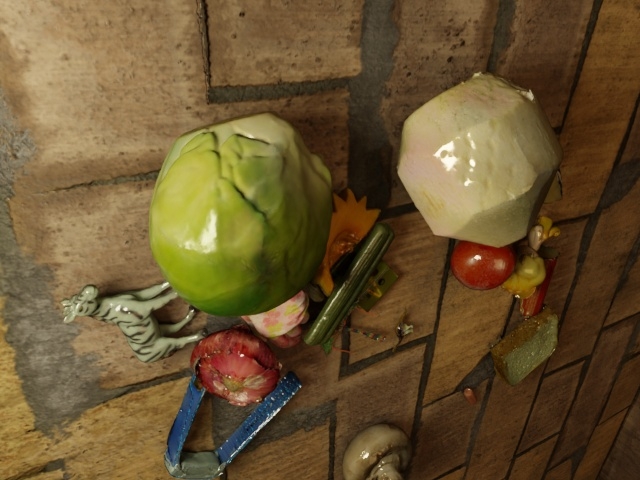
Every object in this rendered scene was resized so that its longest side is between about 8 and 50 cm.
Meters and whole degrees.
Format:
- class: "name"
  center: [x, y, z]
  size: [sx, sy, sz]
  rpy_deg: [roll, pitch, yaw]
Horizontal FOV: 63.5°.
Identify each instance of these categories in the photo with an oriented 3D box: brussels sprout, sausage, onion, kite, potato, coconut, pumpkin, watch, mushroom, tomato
- class: "brussels sprout"
  center: [-0.135, -0.038, 0.860]
  size: [0.344, 0.268, 0.344]
  rpy_deg: [-15, 111, -47]
- class: "sausage"
  center: [0.515, 0.535, 1.774]
  size: [0.034, 0.034, 0.083]
  rpy_deg: [-42, 130, -7]
- class: "sausage"
  center: [0.683, 0.147, 1.635]
  size: [0.083, 0.083, 0.264]
  rpy_deg: [-14, 124, -27]
- class: "onion"
  center: [-0.164, 0.238, 1.039]
  size: [0.183, 0.147, 0.184]
  rpy_deg: [8, 137, 7]
- class: "kite"
  center: [0.072, 0.218, 1.281]
  size: [0.244, 0.006, 0.198]
  rpy_deg: [16, 117, -31]
- class: "potato"
  center: [0.600, -0.148, 1.417]
  size: [0.103, 0.066, 0.096]
  rpy_deg: [-14, 100, -17]
- class: "coconut"
  center: [0.335, -0.152, 1.076]
  size: [0.352, 0.352, 0.353]
  rpy_deg: [-17, 124, -26]
- class: "pumpkin"
  center: [0.000, 0.000, 1.076]
  size: [0.130, 0.149, 0.254]
  rpy_deg: [44, 55, -17]
- class: "watch"
  center: [-0.209, 0.423, 1.200]
  size: [0.276, 0.068, 0.275]
  rpy_deg: [16, 101, -39]
- class: "mushroom"
  center: [0.172, 0.646, 1.508]
  size: [0.226, 0.178, 0.227]
  rpy_deg: [-10, 115, -21]
- class: "tomato"
  center: [0.423, 0.057, 1.352]
  size: [0.167, 0.167, 0.167]
  rpy_deg: [-17, 124, -26]

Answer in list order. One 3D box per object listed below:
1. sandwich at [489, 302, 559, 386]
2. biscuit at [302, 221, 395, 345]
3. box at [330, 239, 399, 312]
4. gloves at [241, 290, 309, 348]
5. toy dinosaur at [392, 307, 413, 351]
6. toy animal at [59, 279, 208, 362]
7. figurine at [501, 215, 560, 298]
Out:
- class: "sandwich"
  center: [0.697, 0.360, 1.762]
  size: [0.251, 0.087, 0.226]
  rpy_deg: [-36, 129, -8]
- class: "biscuit"
  center: [0.070, 0.102, 1.154]
  size: [0.323, 0.038, 0.099]
  rpy_deg: [-57, 155, 9]
- class: "box"
  center: [0.098, 0.083, 1.228]
  size: [0.121, 0.030, 0.193]
  rpy_deg: [-48, 131, -1]
- class: "gloves"
  center: [-0.087, 0.156, 1.087]
  size: [0.145, 0.126, 0.241]
  rpy_deg: [-39, 125, -12]
- class: "toy dinosaur"
  center: [0.227, 0.234, 1.400]
  size: [0.058, 0.037, 0.180]
  rpy_deg: [-21, 127, -29]
- class: "toy animal"
  center: [-0.317, 0.125, 0.936]
  size: [0.170, 0.090, 0.255]
  rpy_deg: [-40, 129, -2]
- class: "figurine"
  center: [0.606, 0.048, 1.505]
  size: [0.246, 0.131, 0.156]
  rpy_deg: [-62, 162, -1]
